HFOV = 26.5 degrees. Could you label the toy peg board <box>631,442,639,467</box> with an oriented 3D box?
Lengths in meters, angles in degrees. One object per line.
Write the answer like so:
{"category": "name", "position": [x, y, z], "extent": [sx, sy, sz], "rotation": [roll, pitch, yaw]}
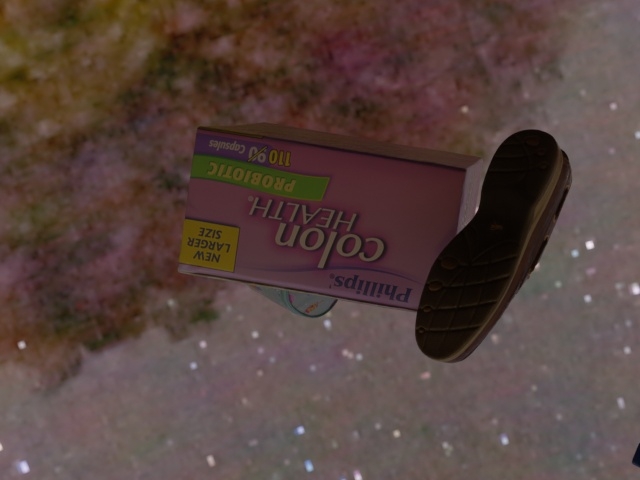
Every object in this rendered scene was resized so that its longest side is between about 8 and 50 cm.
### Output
{"category": "toy peg board", "position": [0.305, 0.132, 1.031], "extent": [0.161, 0.160, 0.079], "rotation": [23, -179, -35]}

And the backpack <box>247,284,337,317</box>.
{"category": "backpack", "position": [0.000, 0.000, 1.601], "extent": [0.144, 0.188, 0.166], "rotation": [34, -179, 26]}

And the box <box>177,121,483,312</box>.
{"category": "box", "position": [0.018, -0.027, 1.149], "extent": [0.213, 0.117, 0.243], "rotation": [10, -172, 9]}

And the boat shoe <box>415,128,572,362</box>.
{"category": "boat shoe", "position": [0.130, 0.011, 0.962], "extent": [0.064, 0.060, 0.178], "rotation": [24, -96, 42]}
